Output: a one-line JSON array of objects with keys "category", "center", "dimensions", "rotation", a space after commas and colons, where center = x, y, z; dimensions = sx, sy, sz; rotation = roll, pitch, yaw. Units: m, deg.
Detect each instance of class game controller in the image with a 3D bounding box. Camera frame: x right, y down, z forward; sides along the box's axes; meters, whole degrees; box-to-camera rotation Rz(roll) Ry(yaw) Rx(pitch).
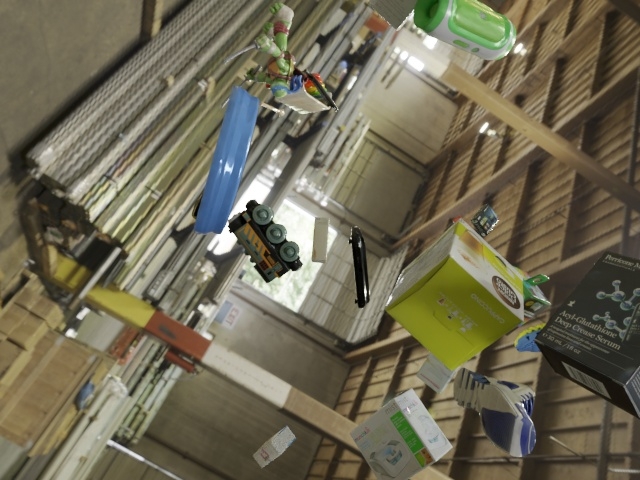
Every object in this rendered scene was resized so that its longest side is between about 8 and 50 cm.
[{"category": "game controller", "center": [0.150, 0.106, 1.924], "dimensions": [0.166, 0.067, 0.319], "rotation": [-100, -177, -68]}]

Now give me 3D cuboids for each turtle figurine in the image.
[{"category": "turtle figurine", "center": [-0.177, -0.555, 1.418], "dimensions": [0.198, 0.274, 0.266], "rotation": [64, 30, -66]}]

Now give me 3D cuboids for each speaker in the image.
[{"category": "speaker", "center": [0.405, -0.600, 1.345], "dimensions": [0.131, 0.296, 0.131], "rotation": [-17, -110, 57]}]

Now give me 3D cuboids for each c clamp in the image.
[{"category": "c clamp", "center": [0.002, -0.460, 1.475], "dimensions": [0.022, 0.161, 0.137], "rotation": [-39, -163, 2]}]

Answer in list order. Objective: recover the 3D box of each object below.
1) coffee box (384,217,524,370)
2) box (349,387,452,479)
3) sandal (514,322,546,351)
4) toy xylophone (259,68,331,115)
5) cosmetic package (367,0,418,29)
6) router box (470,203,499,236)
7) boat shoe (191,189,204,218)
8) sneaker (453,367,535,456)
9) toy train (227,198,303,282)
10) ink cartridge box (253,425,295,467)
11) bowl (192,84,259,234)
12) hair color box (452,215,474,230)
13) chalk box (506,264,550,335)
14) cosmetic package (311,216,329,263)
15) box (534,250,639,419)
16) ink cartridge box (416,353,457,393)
[{"category": "coffee box", "center": [0.498, 0.193, 1.775], "dimensions": [0.338, 0.337, 0.334], "rotation": [-47, -179, 32]}, {"category": "box", "center": [0.270, 0.680, 1.652], "dimensions": [0.126, 0.231, 0.262], "rotation": [-6, 144, -49]}, {"category": "sandal", "center": [0.868, 0.372, 1.739], "dimensions": [0.126, 0.317, 0.138], "rotation": [69, 16, -56]}, {"category": "toy xylophone", "center": [-0.090, -0.538, 1.793], "dimensions": [0.322, 0.236, 0.081], "rotation": [0, 86, -76]}, {"category": "cosmetic package", "center": [0.253, -0.717, 1.344], "dimensions": [0.231, 0.117, 0.085], "rotation": [-47, -174, 25]}, {"category": "router box", "center": [0.715, -0.088, 2.100], "dimensions": [0.122, 0.092, 0.038], "rotation": [-44, -170, -32]}, {"category": "boat shoe", "center": [-0.499, -0.220, 2.296], "dimensions": [0.307, 0.110, 0.104], "rotation": [-57, 178, 3]}, {"category": "sneaker", "center": [0.487, 0.423, 1.239], "dimensions": [0.315, 0.182, 0.128], "rotation": [-135, -124, -80]}, {"category": "toy train", "center": [-0.214, 0.006, 1.878], "dimensions": [0.190, 0.334, 0.142], "rotation": [-36, -176, 0]}, {"category": "ink cartridge box", "center": [-0.149, 0.663, 1.550], "dimensions": [0.122, 0.052, 0.088], "rotation": [-46, 169, 34]}, {"category": "bowl", "center": [-0.244, -0.198, 1.253], "dimensions": [0.391, 0.077, 0.391], "rotation": [-164, -90, -76]}, {"category": "hair color box", "center": [0.676, -0.049, 2.258], "dimensions": [0.043, 0.072, 0.141], "rotation": [-31, -147, 5]}, {"category": "chalk box", "center": [0.782, 0.221, 1.954], "dimensions": [0.289, 0.180, 0.179], "rotation": [-47, -135, 24]}, {"category": "cosmetic package", "center": [0.000, 0.000, 1.290], "dimensions": [0.060, 0.041, 0.115], "rotation": [87, 7, -77]}, {"category": "box", "center": [0.918, 0.271, 1.463], "dimensions": [0.395, 0.212, 0.293], "rotation": [-47, -150, -9]}, {"category": "ink cartridge box", "center": [0.518, 0.549, 2.089], "dimensions": [0.175, 0.127, 0.072], "rotation": [-60, 153, 11]}]
